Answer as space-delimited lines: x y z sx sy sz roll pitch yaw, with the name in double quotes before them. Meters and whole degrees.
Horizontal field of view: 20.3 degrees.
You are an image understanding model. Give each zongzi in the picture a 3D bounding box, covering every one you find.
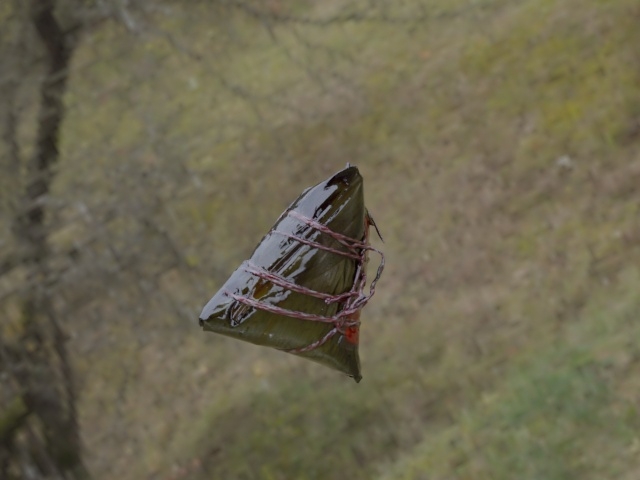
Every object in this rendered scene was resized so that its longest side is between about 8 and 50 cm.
"zongzi" 0.000 0.000 0.676 0.073 0.067 0.083 117 172 -63
